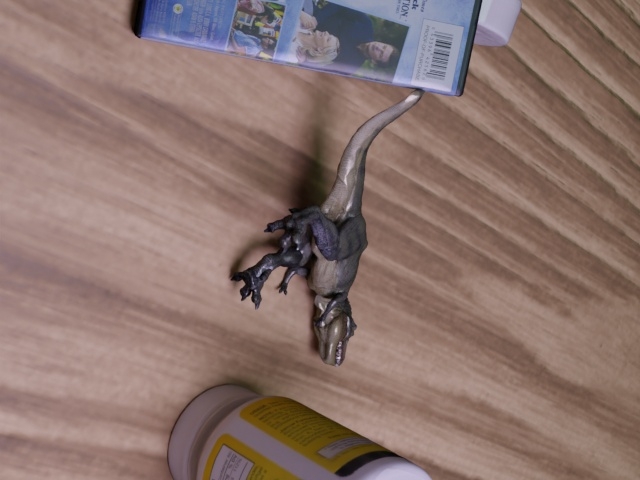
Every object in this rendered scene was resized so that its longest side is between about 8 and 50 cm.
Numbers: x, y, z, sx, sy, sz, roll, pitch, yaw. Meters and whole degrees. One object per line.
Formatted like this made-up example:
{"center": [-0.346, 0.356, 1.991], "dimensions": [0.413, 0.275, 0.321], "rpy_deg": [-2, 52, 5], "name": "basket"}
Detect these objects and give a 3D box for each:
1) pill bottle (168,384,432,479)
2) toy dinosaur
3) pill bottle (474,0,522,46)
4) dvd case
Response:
{"center": [-0.020, 0.189, 0.890], "dimensions": [0.119, 0.208, 0.119], "rpy_deg": [-14, 113, -37], "name": "pill bottle"}
{"center": [0.000, 0.000, 0.921], "dimensions": [0.118, 0.064, 0.268], "rpy_deg": [-20, 140, -36], "name": "toy dinosaur"}
{"center": [0.140, -0.278, 0.938], "dimensions": [0.121, 0.121, 0.221], "rpy_deg": [18, 91, -43], "name": "pill bottle"}
{"center": [0.004, -0.213, 0.838], "dimensions": [0.253, 0.022, 0.180], "rpy_deg": [8, 99, -17], "name": "dvd case"}
